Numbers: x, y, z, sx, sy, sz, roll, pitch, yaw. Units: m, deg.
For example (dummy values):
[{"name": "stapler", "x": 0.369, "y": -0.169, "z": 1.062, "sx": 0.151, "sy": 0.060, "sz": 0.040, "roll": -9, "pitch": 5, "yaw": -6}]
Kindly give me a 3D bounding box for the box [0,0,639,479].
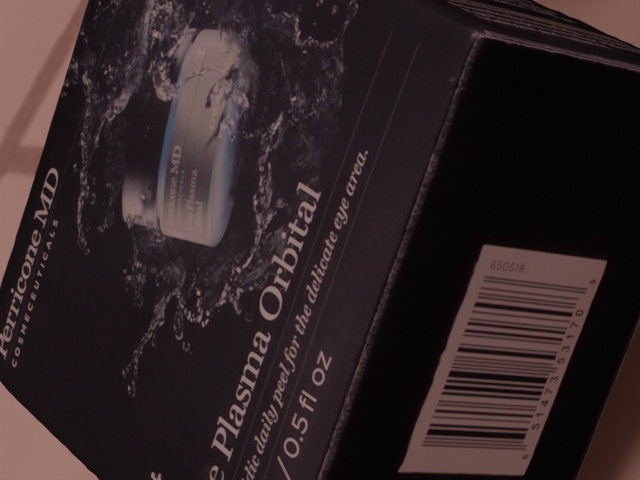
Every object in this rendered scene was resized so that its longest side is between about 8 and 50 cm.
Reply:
[{"name": "box", "x": 0.000, "y": 0.000, "z": 0.518, "sx": 0.158, "sy": 0.093, "sz": 0.156, "roll": 34, "pitch": 110, "yaw": 47}]
